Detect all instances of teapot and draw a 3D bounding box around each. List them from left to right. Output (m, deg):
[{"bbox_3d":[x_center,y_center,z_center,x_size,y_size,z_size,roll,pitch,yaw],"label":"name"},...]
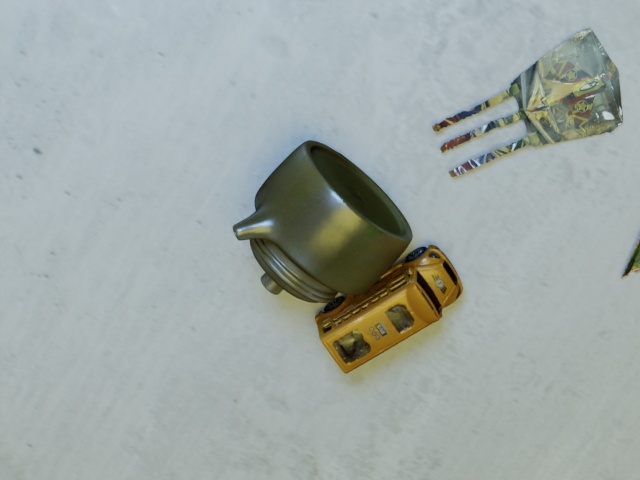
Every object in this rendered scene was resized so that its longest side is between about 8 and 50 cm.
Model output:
[{"bbox_3d":[0.000,0.000,1.378,0.175,0.185,0.268,-45,142,19],"label":"teapot"}]

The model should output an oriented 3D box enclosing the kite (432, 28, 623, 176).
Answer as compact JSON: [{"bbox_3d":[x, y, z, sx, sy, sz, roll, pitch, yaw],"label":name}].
[{"bbox_3d":[0.264,-0.162,1.411,0.245,0.015,0.141,-24,109,3],"label":"kite"}]

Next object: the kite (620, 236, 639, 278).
[{"bbox_3d":[0.496,-0.027,1.476,0.241,0.014,0.183,-31,112,9],"label":"kite"}]

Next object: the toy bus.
[{"bbox_3d":[0.093,0.091,1.460,0.194,0.088,0.083,-32,108,10],"label":"toy bus"}]
